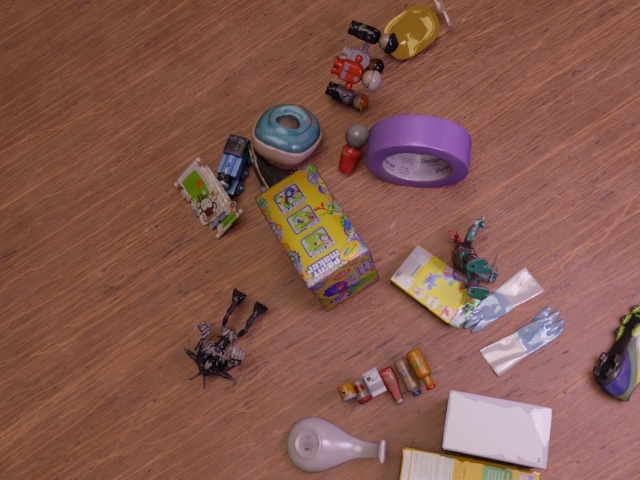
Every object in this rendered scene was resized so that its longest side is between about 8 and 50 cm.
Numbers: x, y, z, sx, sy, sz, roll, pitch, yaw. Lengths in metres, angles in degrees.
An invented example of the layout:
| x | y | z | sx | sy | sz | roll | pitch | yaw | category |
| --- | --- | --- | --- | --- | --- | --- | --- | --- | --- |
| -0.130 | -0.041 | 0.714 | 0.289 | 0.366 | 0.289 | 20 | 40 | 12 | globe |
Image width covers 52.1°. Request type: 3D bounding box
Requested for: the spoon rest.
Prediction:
| x | y | z | sx | sy | sz | roll | pitch | yaw | category |
| --- | --- | --- | --- | --- | --- | --- | --- | --- | --- |
| 0.040 | 0.524 | 1.660 | 0.276 | 0.084 | 0.137 | -1 | 71 | 24 | spoon rest |

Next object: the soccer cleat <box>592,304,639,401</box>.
| x | y | z | sx | sy | sz | roll | pitch | yaw | category |
| --- | --- | --- | --- | --- | --- | --- | --- | --- | --- |
| 0.783 | 0.263 | 1.608 | 0.121 | 0.093 | 0.289 | 43 | 78 | -11 | soccer cleat |

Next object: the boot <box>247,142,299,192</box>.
| x | y | z | sx | sy | sz | roll | pitch | yaw | category |
| --- | --- | --- | --- | --- | --- | --- | --- | --- | --- |
| -0.121 | -0.205 | 1.892 | 0.137 | 0.077 | 0.198 | -21 | 104 | -2 | boot |

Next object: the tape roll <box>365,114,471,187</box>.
| x | y | z | sx | sy | sz | roll | pitch | yaw | category |
| --- | --- | --- | --- | --- | --- | --- | --- | --- | --- |
| 0.259 | -0.232 | 1.742 | 0.274 | 0.275 | 0.090 | 5 | 74 | 12 | tape roll |

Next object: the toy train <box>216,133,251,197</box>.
| x | y | z | sx | sy | sz | roll | pitch | yaw | category |
| --- | --- | --- | --- | --- | --- | --- | --- | --- | --- |
| -0.255 | -0.217 | 1.919 | 0.080 | 0.105 | 0.184 | 16 | 76 | 15 | toy train |

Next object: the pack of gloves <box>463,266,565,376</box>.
| x | y | z | sx | sy | sz | roll | pitch | yaw | category |
| --- | --- | --- | --- | --- | --- | --- | --- | --- | --- |
| 0.495 | 0.203 | 1.686 | 0.232 | 0.046 | 0.195 | -33 | 71 | -2 | pack of gloves |

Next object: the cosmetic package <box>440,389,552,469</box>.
| x | y | z | sx | sy | sz | roll | pitch | yaw | category |
| --- | --- | --- | --- | --- | --- | --- | --- | --- | --- |
| 0.403 | 0.444 | 1.531 | 0.224 | 0.225 | 0.138 | 8 | 75 | 12 | cosmetic package |

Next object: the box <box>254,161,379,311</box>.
| x | y | z | sx | sy | sz | roll | pitch | yaw | category |
| --- | --- | --- | --- | --- | --- | --- | --- | --- | --- |
| 0.000 | 0.000 | 1.708 | 0.177 | 0.290 | 0.279 | -32 | 69 | -1 | box |

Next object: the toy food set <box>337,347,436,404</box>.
| x | y | z | sx | sy | sz | roll | pitch | yaw | category |
| --- | --- | --- | --- | --- | --- | --- | --- | --- | --- |
| 0.169 | 0.373 | 1.655 | 0.232 | 0.111 | 0.104 | -26 | 70 | -1 | toy food set |

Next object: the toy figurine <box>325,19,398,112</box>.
| x | y | z | sx | sy | sz | roll | pitch | yaw | category |
| --- | --- | --- | --- | --- | --- | --- | --- | --- | --- |
| 0.119 | -0.499 | 1.890 | 0.148 | 0.209 | 0.213 | 22 | 71 | -1 | toy figurine |

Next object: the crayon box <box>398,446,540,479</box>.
| x | y | z | sx | sy | sz | roll | pitch | yaw | category |
| --- | --- | --- | --- | --- | --- | --- | --- | --- | --- |
| 0.344 | 0.623 | 1.561 | 0.323 | 0.083 | 0.203 | 7 | 74 | 13 | crayon box |

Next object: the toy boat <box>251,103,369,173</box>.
| x | y | z | sx | sy | sz | roll | pitch | yaw | category |
| --- | --- | --- | --- | --- | --- | --- | --- | --- | --- |
| -0.027 | -0.303 | 1.857 | 0.318 | 0.148 | 0.267 | 19 | 37 | 0 | toy boat |

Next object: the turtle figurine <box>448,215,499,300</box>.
| x | y | z | sx | sy | sz | roll | pitch | yaw | category |
| --- | --- | --- | --- | --- | --- | --- | --- | --- | --- |
| 0.399 | 0.046 | 1.700 | 0.118 | 0.234 | 0.175 | -18 | 112 | 18 | turtle figurine |

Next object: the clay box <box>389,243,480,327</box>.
| x | y | z | sx | sy | sz | roll | pitch | yaw | category |
| --- | --- | --- | --- | --- | --- | --- | --- | --- | --- |
| 0.310 | 0.126 | 1.739 | 0.222 | 0.053 | 0.127 | 38 | 81 | 17 | clay box |

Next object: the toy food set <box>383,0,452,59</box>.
| x | y | z | sx | sy | sz | roll | pitch | yaw | category |
| --- | --- | --- | --- | --- | --- | --- | --- | --- | --- |
| 0.286 | -0.635 | 1.981 | 0.218 | 0.071 | 0.128 | -34 | 94 | 0 | toy food set |

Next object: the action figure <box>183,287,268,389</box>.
| x | y | z | sx | sy | sz | roll | pitch | yaw | category |
| --- | --- | --- | --- | --- | --- | --- | --- | --- | --- |
| -0.263 | 0.267 | 1.754 | 0.164 | 0.141 | 0.276 | 30 | 78 | 6 | action figure |

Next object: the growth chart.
| x | y | z | sx | sy | sz | roll | pitch | yaw | category |
| --- | --- | --- | --- | --- | --- | --- | --- | --- | --- |
| -0.328 | -0.121 | 1.897 | 0.237 | 0.021 | 0.172 | 51 | 129 | 12 | growth chart |
